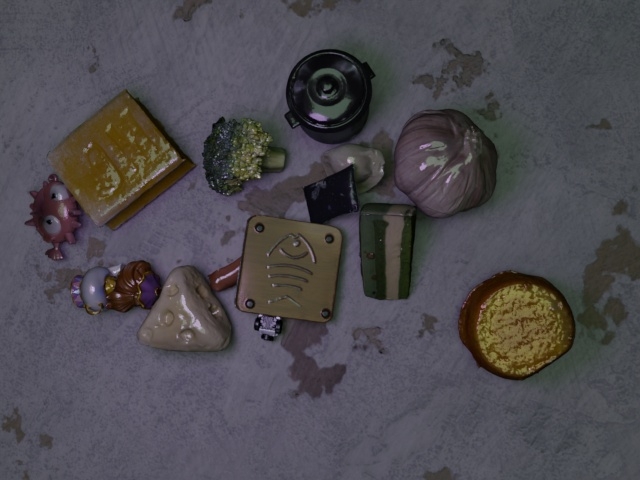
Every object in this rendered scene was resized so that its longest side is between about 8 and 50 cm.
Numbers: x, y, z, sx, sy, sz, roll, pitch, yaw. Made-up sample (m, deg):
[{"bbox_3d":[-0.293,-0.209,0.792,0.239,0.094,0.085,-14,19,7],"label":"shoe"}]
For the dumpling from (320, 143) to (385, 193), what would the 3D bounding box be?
[{"bbox_3d":[0.093,-0.209,1.768,0.111,0.181,0.155,-24,110,-32],"label":"dumpling"}]

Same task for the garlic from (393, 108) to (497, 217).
[{"bbox_3d":[0.341,-0.221,1.656,0.317,0.259,0.317,10,69,-28],"label":"garlic"}]

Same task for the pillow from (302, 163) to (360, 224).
[{"bbox_3d":[0.031,-0.124,1.737,0.208,0.055,0.141,-18,77,44],"label":"pillow"}]

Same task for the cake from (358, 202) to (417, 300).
[{"bbox_3d":[0.202,0.017,1.757,0.158,0.172,0.284,3,118,12],"label":"cake"}]

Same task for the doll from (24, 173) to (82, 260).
[{"bbox_3d":[-0.809,-0.070,1.833,0.211,0.093,0.262,9,96,22],"label":"doll"}]

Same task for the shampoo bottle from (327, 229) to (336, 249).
[{"bbox_3d":[0.000,0.000,1.779,0.099,0.043,0.072,0,84,5],"label":"shampoo bottle"}]

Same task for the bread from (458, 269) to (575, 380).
[{"bbox_3d":[0.539,0.229,1.641,0.312,0.172,0.312,0,87,6],"label":"bread"}]

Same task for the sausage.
[{"bbox_3d":[-0.200,0.052,1.779,0.304,0.078,0.078,-36,82,1],"label":"sausage"}]

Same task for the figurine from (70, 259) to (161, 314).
[{"bbox_3d":[-0.588,0.140,1.770,0.263,0.142,0.190,-5,50,8],"label":"figurine"}]

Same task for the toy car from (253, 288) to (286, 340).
[{"bbox_3d":[-0.144,0.208,1.759,0.080,0.070,0.171,7,83,6],"label":"toy car"}]

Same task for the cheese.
[{"bbox_3d":[-0.363,0.214,1.719,0.247,0.173,0.251,22,93,6],"label":"cheese"}]

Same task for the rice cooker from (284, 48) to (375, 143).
[{"bbox_3d":[0.027,-0.408,1.724,0.280,0.227,0.241,-31,83,2],"label":"rice cooker"}]

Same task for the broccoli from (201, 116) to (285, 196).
[{"bbox_3d":[-0.219,-0.260,1.765,0.243,0.247,0.263,5,128,-24],"label":"broccoli"}]

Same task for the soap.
[{"bbox_3d":[-0.599,-0.241,1.809,0.335,0.156,0.293,-37,87,2],"label":"soap"}]

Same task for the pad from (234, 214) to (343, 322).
[{"bbox_3d":[-0.089,0.080,1.728,0.286,0.018,0.284,8,83,-5],"label":"pad"}]
